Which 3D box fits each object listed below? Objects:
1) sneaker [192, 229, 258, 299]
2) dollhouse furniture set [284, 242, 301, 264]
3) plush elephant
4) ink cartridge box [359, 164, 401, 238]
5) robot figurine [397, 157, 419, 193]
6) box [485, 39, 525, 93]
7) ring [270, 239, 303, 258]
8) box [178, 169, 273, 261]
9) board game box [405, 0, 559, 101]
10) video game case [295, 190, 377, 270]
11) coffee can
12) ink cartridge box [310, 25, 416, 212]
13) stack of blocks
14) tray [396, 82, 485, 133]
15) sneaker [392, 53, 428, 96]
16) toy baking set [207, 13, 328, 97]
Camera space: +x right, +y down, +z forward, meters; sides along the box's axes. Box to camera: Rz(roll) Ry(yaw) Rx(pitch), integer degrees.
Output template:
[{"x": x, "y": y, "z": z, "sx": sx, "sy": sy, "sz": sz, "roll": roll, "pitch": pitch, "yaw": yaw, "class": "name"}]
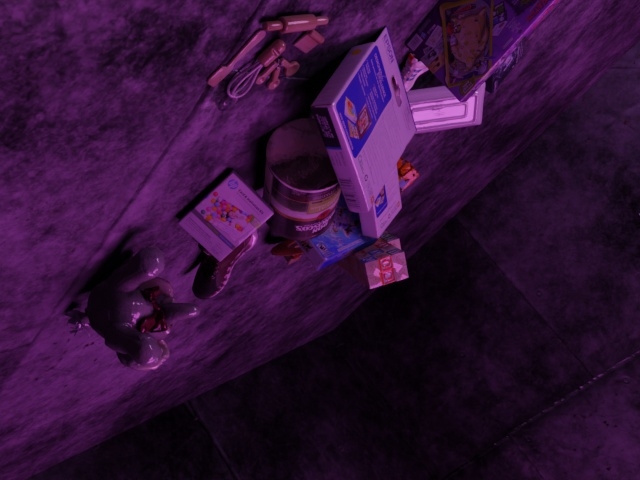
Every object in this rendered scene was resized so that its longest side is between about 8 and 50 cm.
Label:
[{"x": -0.309, "y": 0.048, "z": 1.815, "sx": 0.281, "sy": 0.106, "sz": 0.163, "roll": -53, "pitch": 156, "yaw": 14, "class": "sneaker"}, {"x": -0.023, "y": 0.017, "z": 2.331, "sx": 0.161, "sy": 0.101, "sz": 0.182, "roll": -25, "pitch": 160, "yaw": -40, "class": "dollhouse furniture set"}, {"x": -0.432, "y": 0.185, "z": 1.617, "sx": 0.330, "sy": 0.271, "sz": 0.255, "roll": -14, "pitch": 165, "yaw": 34, "class": "plush elephant"}, {"x": 0.159, "y": -0.205, "z": 1.866, "sx": 0.175, "sy": 0.069, "sz": 0.370, "roll": -49, "pitch": 141, "yaw": -42, "class": "ink cartridge box"}, {"x": 0.165, "y": -0.169, "z": 2.107, "sx": 0.291, "sy": 0.211, "sz": 0.085, "roll": -39, "pitch": 131, "yaw": 4, "class": "robot figurine"}, {"x": 0.512, "y": -0.540, "z": 1.883, "sx": 0.158, "sy": 0.093, "sz": 0.156, "roll": -51, "pitch": 161, "yaw": -1, "class": "box"}, {"x": 0.000, "y": 0.000, "z": 2.134, "sx": 0.337, "sy": 0.032, "sz": 0.336, "roll": -16, "pitch": -170, "yaw": 3, "class": "ring"}, {"x": -0.230, "y": -0.059, "z": 1.583, "sx": 0.186, "sy": 0.145, "sz": 0.038, "roll": -41, "pitch": -160, "yaw": 9, "class": "box"}, {"x": 0.380, "y": -0.519, "z": 1.499, "sx": 0.347, "sy": 0.208, "sz": 0.056, "roll": -47, "pitch": 162, "yaw": 32, "class": "board game box"}, {"x": 0.020, "y": -0.061, "z": 1.937, "sx": 0.270, "sy": 0.244, "sz": 0.061, "roll": -24, "pitch": 160, "yaw": -43, "class": "video game case"}, {"x": -0.044, "y": -0.146, "z": 1.628, "sx": 0.202, "sy": 0.201, "sz": 0.275, "roll": -33, "pitch": 163, "yaw": -20, "class": "coffee can"}, {"x": 0.109, "y": -0.277, "z": 1.489, "sx": 0.307, "sy": 0.072, "sz": 0.303, "roll": -61, "pitch": 142, "yaw": -35, "class": "ink cartridge box"}, {"x": 0.170, "y": 0.050, "z": 2.039, "sx": 0.171, "sy": 0.087, "sz": 0.297, "roll": -17, "pitch": -163, "yaw": -13, "class": "stack of blocks"}, {"x": 0.336, "y": -0.368, "z": 1.842, "sx": 0.271, "sy": 0.030, "sz": 0.145, "roll": -8, "pitch": 130, "yaw": -3, "class": "tray"}, {"x": 0.231, "y": -0.448, "z": 1.681, "sx": 0.161, "sy": 0.057, "sz": 0.075, "roll": -40, "pitch": 148, "yaw": 12, "class": "sneaker"}, {"x": -0.091, "y": -0.353, "z": 1.248, "sx": 0.256, "sy": 0.030, "sz": 0.196, "roll": -22, "pitch": 158, "yaw": -46, "class": "toy baking set"}]
